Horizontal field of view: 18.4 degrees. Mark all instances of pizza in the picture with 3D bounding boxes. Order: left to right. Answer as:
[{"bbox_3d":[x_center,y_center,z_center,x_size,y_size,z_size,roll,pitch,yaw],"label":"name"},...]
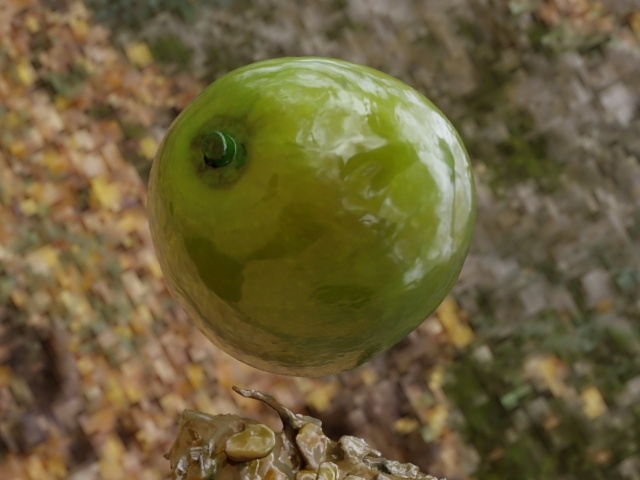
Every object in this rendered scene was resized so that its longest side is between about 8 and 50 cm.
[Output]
[{"bbox_3d":[-0.003,0.146,0.949,0.069,0.147,0.226,69,6,-46],"label":"pizza"}]

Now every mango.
[{"bbox_3d":[0.000,0.000,1.207,0.343,0.192,0.156,77,4,-71],"label":"mango"}]
